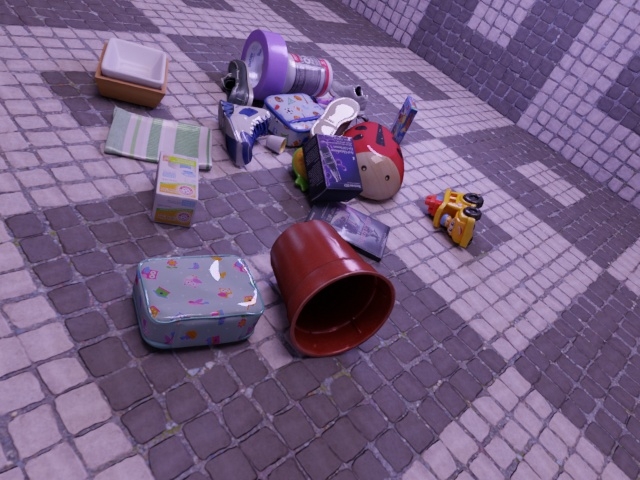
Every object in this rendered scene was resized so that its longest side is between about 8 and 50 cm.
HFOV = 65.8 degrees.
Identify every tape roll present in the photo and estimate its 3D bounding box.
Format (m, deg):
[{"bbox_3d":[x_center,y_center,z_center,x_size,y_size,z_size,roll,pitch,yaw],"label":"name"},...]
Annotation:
[{"bbox_3d":[-0.239,-0.724,2.054,0.090,0.275,0.275,-2,45,-34],"label":"tape roll"}]

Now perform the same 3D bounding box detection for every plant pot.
[{"bbox_3d":[0.006,0.102,1.247,0.272,0.273,0.265,2,35,-29],"label":"plant pot"}]

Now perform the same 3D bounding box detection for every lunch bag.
[{"bbox_3d":[-0.081,-0.490,2.009,0.243,0.115,0.303,45,42,20],"label":"lunch bag"},{"bbox_3d":[-0.280,0.131,1.144,0.279,0.108,0.224,0,39,-34],"label":"lunch bag"}]

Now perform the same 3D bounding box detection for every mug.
[{"bbox_3d":[-0.169,-0.360,1.855,0.064,0.078,0.062,21,69,7],"label":"mug"}]

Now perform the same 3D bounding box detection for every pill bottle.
[{"bbox_3d":[-0.117,-0.752,2.244,0.318,0.176,0.176,-6,47,-36],"label":"pill bottle"}]

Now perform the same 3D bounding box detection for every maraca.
[{"bbox_3d":[-0.042,-0.252,1.761,0.127,0.099,0.186,7,65,-18],"label":"maraca"}]

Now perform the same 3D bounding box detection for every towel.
[{"bbox_3d":[-0.516,-0.331,1.616,0.324,0.038,0.248,10,41,-22],"label":"towel"}]

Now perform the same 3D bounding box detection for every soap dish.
[{"bbox_3d":[-0.672,-0.601,1.778,0.228,0.118,0.291,9,41,-22],"label":"soap dish"}]

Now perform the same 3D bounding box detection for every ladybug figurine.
[{"bbox_3d":[0.200,-0.337,1.948,0.304,0.162,0.449,17,38,-12],"label":"ladybug figurine"}]

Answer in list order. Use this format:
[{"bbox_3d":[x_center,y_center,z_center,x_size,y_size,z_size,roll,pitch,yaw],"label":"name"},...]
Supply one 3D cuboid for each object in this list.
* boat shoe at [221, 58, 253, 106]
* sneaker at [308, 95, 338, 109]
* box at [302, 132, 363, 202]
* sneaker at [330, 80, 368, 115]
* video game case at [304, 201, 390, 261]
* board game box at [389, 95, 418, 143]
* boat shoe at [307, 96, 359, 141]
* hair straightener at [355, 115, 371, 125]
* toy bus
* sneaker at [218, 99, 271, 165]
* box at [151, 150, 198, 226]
[{"bbox_3d":[-0.355,-0.658,2.042,0.099,0.116,0.320,7,46,-30],"label":"boat shoe"},{"bbox_3d":[0.038,-0.602,2.219,0.236,0.105,0.095,26,38,1],"label":"sneaker"},{"bbox_3d":[0.040,-0.243,1.680,0.153,0.108,0.207,-2,72,-32],"label":"box"},{"bbox_3d":[0.148,-0.723,2.415,0.099,0.121,0.262,-12,51,-41],"label":"sneaker"},{"bbox_3d":[0.095,-0.049,1.655,0.274,0.026,0.196,26,37,0],"label":"video game case"},{"bbox_3d":[0.375,-0.541,2.266,0.035,0.201,0.136,17,38,-13],"label":"board game box"},{"bbox_3d":[0.049,-0.450,1.934,0.116,0.097,0.324,32,52,5],"label":"boat shoe"},{"bbox_3d":[0.225,-0.451,2.162,0.230,0.089,0.047,42,40,-14],"label":"hair straightener"},{"bbox_3d":[0.494,-0.100,1.872,0.211,0.150,0.220,17,38,10],"label":"toy bus"},{"bbox_3d":[-0.253,-0.404,1.766,0.182,0.128,0.316,-5,45,-20],"label":"sneaker"},{"bbox_3d":[-0.410,-0.146,1.401,0.114,0.103,0.203,10,40,-21],"label":"box"}]
